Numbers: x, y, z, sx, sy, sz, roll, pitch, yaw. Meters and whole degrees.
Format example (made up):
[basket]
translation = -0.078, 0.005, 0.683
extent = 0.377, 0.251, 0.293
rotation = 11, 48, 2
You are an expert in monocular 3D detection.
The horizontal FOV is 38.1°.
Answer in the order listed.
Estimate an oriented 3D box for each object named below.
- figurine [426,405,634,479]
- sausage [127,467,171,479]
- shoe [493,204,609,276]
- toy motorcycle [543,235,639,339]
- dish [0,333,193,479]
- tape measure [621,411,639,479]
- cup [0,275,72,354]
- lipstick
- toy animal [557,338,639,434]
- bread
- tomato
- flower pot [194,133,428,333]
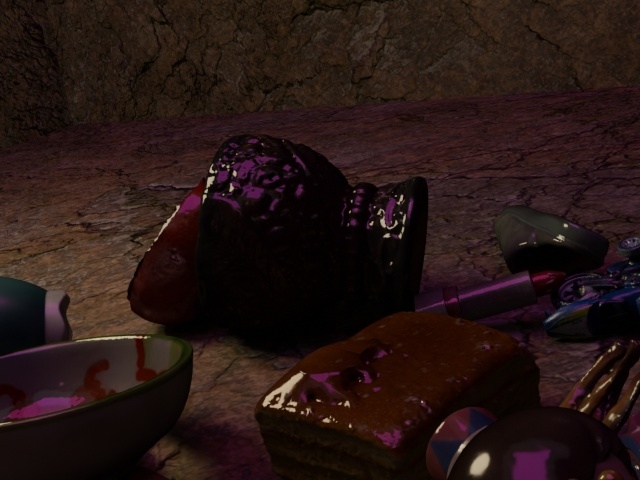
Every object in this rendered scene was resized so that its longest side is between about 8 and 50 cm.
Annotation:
[figurine]
translation = 0.175, 0.192, 0.585
extent = 0.158, 0.161, 0.275
rotation = -29, 47, -33
[sausage]
translation = -0.155, 0.242, 0.882
extent = 0.034, 0.034, 0.083
rotation = -24, 21, -38
[shoe]
translation = 0.303, 0.014, 1.283
extent = 0.100, 0.103, 0.251
rotation = -57, 12, -5
[toy motorcycle]
translation = 0.388, 0.063, 1.077
extent = 0.254, 0.092, 0.135
rotation = -12, 25, 20
[dish]
translation = -0.281, 0.197, 0.944
extent = 0.324, 0.124, 0.324
rotation = -8, 8, 1
[tape measure]
translation = 0.269, 0.189, 0.695
extent = 0.074, 0.118, 0.125
rotation = -11, 21, -1
[cup]
translation = -0.412, 0.121, 1.195
extent = 0.173, 0.167, 0.300
rotation = -4, -9, -10
[lipstick]
translation = 0.212, 0.073, 1.141
extent = 0.186, 0.057, 0.063
rotation = -16, 18, 12
[toy animal]
translation = 0.211, 0.186, 0.772
extent = 0.054, 0.149, 0.275
rotation = 35, 62, 10
[bread]
translation = 0.079, 0.155, 0.906
extent = 0.184, 0.110, 0.234
rotation = 8, 24, 42
[tomato]
translation = -0.172, 0.029, 1.325
extent = 0.101, 0.228, 0.228
rotation = 26, 27, 10
[flower pot]
translation = 0.000, 0.000, 1.221
extent = 0.267, 0.266, 0.266
rotation = 6, 21, 13
